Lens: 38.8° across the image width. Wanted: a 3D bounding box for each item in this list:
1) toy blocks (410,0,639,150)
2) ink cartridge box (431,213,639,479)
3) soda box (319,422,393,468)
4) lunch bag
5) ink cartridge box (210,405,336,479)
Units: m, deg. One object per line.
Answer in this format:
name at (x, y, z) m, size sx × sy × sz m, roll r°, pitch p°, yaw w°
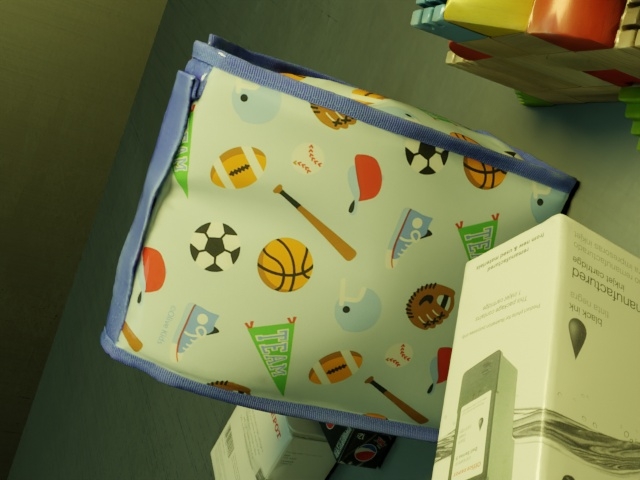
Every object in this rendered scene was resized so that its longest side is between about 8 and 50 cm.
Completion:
toy blocks at (0.203, -0.199, 0.762) m, size 0.381 × 0.261 × 0.190 m, roll 16°, pitch 92°, yaw 65°
ink cartridge box at (0.188, 0.152, 0.623) m, size 0.115 × 0.198 × 0.273 m, roll -35°, pitch 34°, yaw 51°
soda box at (0.030, 0.208, 1.138) m, size 0.053 × 0.060 × 0.169 m, roll -64°, pitch 27°, yaw 20°
lunch bag at (0.000, 0.000, 0.930) m, size 0.239 × 0.385 × 0.328 m, roll 43°, pitch 117°, yaw 61°
ink cartridge box at (-0.062, 0.284, 1.246) m, size 0.219 × 0.092 × 0.160 m, roll -60°, pitch 30°, yaw 29°
